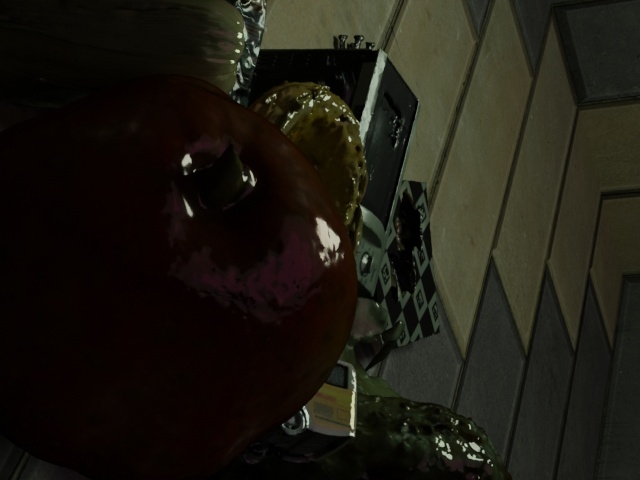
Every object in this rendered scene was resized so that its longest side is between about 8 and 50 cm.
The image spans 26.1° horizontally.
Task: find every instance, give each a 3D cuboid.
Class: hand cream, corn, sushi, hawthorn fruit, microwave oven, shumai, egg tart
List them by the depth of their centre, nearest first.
[{"bbox_3d":[-0.157,0.022,1.287,0.403,0.402,0.403,-5,90,-66],"label":"hawthorn fruit"},{"bbox_3d":[-0.229,-0.199,1.370,0.123,0.305,0.122,133,-42,-79],"label":"corn"},{"bbox_3d":[-0.045,-0.049,1.613,0.288,0.118,0.288,-17,110,-54],"label":"egg tart"},{"bbox_3d":[-0.101,-0.260,1.627,0.075,0.052,0.248,20,72,-56],"label":"hand cream"},{"bbox_3d":[0.031,0.278,1.844,0.395,0.395,0.348,58,12,-46],"label":"shumai"},{"bbox_3d":[-0.017,-0.097,1.858,0.181,0.237,0.295,45,55,-56],"label":"microwave oven"},{"bbox_3d":[0.122,0.040,2.382,0.294,0.059,0.292,0,85,-67],"label":"sushi"}]

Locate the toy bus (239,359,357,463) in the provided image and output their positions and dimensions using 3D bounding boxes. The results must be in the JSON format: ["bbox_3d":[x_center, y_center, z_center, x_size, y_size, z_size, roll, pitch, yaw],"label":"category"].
[{"bbox_3d":[-0.117,0.155,1.558,0.342,0.097,0.138,22,53,-24],"label":"toy bus"}]

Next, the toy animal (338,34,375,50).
[{"bbox_3d":[0.069,-0.307,2.352,0.135,0.047,0.065,10,81,-67],"label":"toy animal"}]
